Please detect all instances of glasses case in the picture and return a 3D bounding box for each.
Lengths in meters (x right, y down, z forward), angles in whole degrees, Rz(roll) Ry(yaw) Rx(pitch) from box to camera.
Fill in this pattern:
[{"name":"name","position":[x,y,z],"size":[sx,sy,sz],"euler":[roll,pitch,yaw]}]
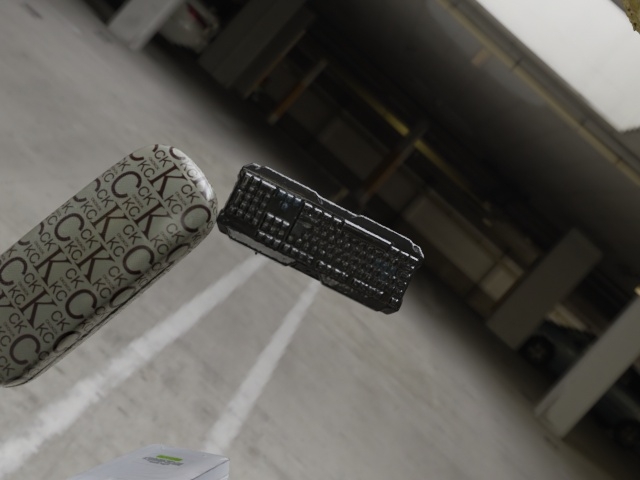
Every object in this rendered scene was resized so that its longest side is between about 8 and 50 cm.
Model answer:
[{"name":"glasses case","position":[-0.277,0.029,1.288],"size":[0.137,0.354,0.085],"euler":[49,-4,14]}]

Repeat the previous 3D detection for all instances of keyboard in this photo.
[{"name":"keyboard","position":[0.000,0.000,1.389],"size":[0.262,0.106,0.016],"euler":[27,-1,-7]}]

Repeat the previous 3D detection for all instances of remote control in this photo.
[{"name":"remote control","position":[-0.178,0.248,1.113],"size":[0.103,0.034,0.250],"euler":[7,2,14]}]

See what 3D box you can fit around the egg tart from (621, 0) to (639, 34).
[{"name":"egg tart","position":[0.411,-0.305,1.230],"size":[0.095,0.279,0.279],"euler":[7,-24,43]}]
